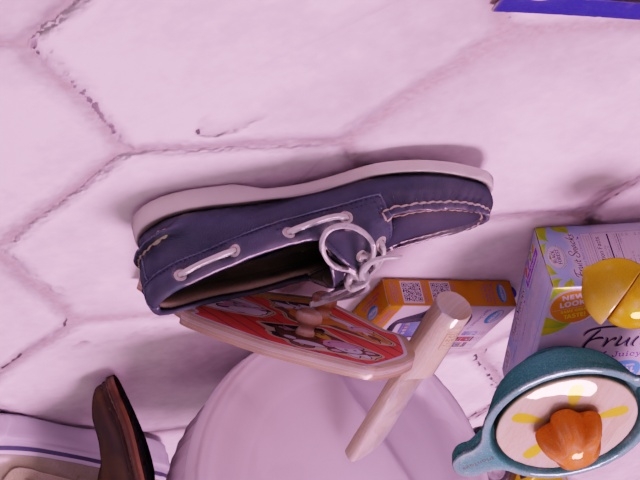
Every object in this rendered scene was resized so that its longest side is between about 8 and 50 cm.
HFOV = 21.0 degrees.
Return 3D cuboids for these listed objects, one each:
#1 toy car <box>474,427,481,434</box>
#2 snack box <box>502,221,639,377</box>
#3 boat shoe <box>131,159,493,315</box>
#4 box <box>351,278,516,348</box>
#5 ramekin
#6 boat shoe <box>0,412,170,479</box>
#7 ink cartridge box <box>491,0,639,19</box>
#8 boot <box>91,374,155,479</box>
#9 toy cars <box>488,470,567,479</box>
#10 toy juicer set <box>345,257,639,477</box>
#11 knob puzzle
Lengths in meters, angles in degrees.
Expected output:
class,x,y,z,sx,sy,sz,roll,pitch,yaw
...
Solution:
class,x,y,z,sx,sy,sz,roll,pitch,yaw
toy car,0.178,0.187,1.679,0.060,0.041,0.122,-10,154,-4
snack box,0.262,0.064,1.377,0.207,0.070,0.174,-4,137,-10
boat shoe,0.000,0.000,1.179,0.254,0.079,0.095,-6,154,-12
box,0.095,0.061,1.404,0.136,0.028,0.081,3,150,-25
ramekin,-0.004,0.217,1.422,0.272,0.273,0.127,2,161,-28
boat shoe,-0.251,0.212,1.476,0.302,0.094,0.109,9,147,-37
ink cartridge box,0.251,-0.204,0.907,0.175,0.069,0.371,0,154,-24
boot,-0.184,0.225,1.416,0.106,0.219,0.082,-12,-175,0
toy cars,0.075,0.305,1.816,0.393,0.087,0.176,-7,153,-10
toy juicer set,0.187,0.108,1.293,0.329,0.089,0.209,-4,137,-5
knob puzzle,-0.013,0.056,1.233,0.213,0.030,0.213,14,-172,-2
